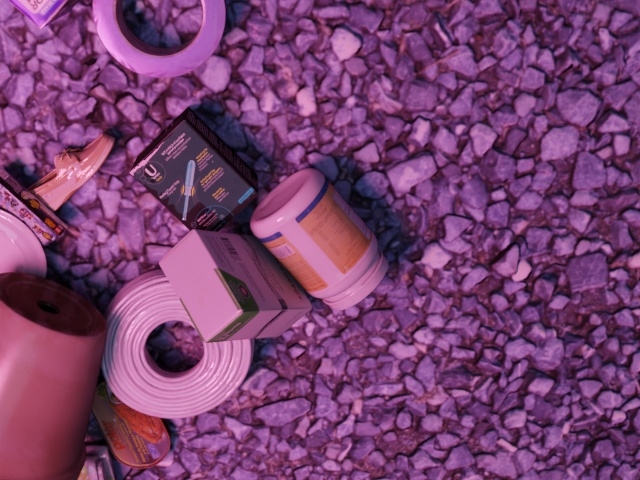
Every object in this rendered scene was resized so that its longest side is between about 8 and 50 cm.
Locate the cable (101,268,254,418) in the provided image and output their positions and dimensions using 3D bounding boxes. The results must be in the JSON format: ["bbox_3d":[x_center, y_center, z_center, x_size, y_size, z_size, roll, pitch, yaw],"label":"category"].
[{"bbox_3d":[-0.237,0.174,1.463,0.257,0.089,0.257,21,99,-12],"label":"cable"}]

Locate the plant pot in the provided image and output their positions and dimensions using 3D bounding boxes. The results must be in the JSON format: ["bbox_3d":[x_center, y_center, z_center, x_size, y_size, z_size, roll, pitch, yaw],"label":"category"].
[{"bbox_3d":[-0.474,0.214,1.356,0.323,0.323,0.280,26,102,-14],"label":"plant pot"}]

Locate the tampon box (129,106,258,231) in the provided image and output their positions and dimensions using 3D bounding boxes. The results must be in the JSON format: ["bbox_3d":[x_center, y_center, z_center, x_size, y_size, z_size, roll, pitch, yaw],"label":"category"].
[{"bbox_3d":[-0.193,-0.103,1.371,0.120,0.101,0.161,-41,108,10],"label":"tampon box"}]

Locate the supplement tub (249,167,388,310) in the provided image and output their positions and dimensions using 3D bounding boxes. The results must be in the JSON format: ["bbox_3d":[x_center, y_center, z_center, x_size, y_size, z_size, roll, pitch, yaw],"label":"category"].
[{"bbox_3d":[0.000,0.000,1.405,0.144,0.144,0.200,-38,109,9],"label":"supplement tub"}]

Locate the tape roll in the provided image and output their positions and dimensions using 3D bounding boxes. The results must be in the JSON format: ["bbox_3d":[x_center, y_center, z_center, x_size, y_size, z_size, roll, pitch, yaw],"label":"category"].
[{"bbox_3d":[-0.232,-0.337,1.292,0.188,0.080,0.189,-2,110,-5],"label":"tape roll"}]

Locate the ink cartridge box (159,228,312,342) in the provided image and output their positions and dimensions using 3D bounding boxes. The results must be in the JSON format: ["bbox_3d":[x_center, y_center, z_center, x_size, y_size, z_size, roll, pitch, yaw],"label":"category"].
[{"bbox_3d":[-0.125,0.070,1.362,0.087,0.208,0.153,-41,69,21],"label":"ink cartridge box"}]

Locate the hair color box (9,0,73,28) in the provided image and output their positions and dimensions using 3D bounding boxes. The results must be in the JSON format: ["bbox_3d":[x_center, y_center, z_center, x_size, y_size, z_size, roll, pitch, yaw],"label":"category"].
[{"bbox_3d":[-0.454,-0.445,1.174,0.339,0.185,0.110,41,102,-17],"label":"hair color box"}]

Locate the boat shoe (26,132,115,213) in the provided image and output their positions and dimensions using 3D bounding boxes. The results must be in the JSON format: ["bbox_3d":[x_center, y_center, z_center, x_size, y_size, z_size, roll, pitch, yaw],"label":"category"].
[{"bbox_3d":[-0.390,-0.111,1.371,0.170,0.063,0.059,-43,114,11],"label":"boat shoe"}]

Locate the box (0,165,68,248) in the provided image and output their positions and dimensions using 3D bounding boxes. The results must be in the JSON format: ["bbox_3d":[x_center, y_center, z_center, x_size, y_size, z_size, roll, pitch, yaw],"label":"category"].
[{"bbox_3d":[-0.473,-0.044,1.382,0.137,0.027,0.094,45,137,-18],"label":"box"}]

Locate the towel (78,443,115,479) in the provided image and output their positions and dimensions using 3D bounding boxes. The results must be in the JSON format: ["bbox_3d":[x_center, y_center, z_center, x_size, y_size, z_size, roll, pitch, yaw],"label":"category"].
[{"bbox_3d":[-0.532,0.532,1.591,0.374,0.090,0.321,-8,109,-2],"label":"towel"}]

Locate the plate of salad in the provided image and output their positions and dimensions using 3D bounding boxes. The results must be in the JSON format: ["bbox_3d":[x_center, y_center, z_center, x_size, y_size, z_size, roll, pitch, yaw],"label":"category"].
[{"bbox_3d":[-0.534,0.024,1.411,0.199,0.048,0.200,1,121,1],"label":"plate of salad"}]

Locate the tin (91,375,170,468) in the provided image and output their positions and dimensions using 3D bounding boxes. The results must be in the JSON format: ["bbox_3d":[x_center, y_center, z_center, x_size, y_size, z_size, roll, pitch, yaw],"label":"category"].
[{"bbox_3d":[-0.332,0.314,1.552,0.106,0.040,0.190,-20,111,-2],"label":"tin"}]
